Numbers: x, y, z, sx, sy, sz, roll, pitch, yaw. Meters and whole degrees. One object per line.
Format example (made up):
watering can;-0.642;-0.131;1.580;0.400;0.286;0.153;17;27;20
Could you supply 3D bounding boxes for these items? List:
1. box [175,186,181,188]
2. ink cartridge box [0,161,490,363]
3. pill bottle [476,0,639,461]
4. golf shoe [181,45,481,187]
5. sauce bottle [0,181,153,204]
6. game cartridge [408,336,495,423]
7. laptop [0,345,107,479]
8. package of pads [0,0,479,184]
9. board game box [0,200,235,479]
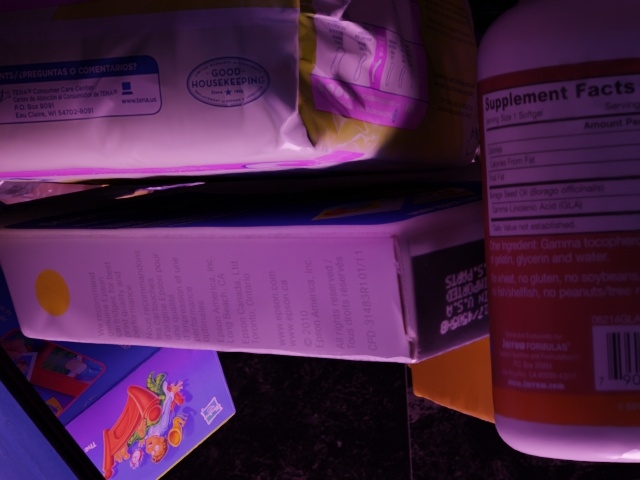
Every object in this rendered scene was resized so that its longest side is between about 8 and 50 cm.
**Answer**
box;-0.049;-0.083;1.369;0.158;0.093;0.156;-2;180;-19
ink cartridge box;0.000;0.000;0.750;0.307;0.072;0.303;-1;-172;37
pill bottle;0.123;-0.028;0.559;0.121;0.216;0.121;-3;180;0
golf shoe;0.032;-0.091;0.978;0.306;0.115;0.140;0;-163;38
sauce bottle;-0.217;-0.064;1.140;0.111;0.111;0.344;-3;-179;6
game cartridge;0.132;0.003;1.194;0.052;0.285;0.323;-3;-179;-11
laptop;-0.266;0.043;0.459;0.407;0.236;0.382;-2;166;-16
package of pads;-0.059;-0.077;0.629;0.229;0.101;0.296;-2;-179;17
board game box;-0.253;0.074;0.825;0.347;0.078;0.233;26;-127;39
